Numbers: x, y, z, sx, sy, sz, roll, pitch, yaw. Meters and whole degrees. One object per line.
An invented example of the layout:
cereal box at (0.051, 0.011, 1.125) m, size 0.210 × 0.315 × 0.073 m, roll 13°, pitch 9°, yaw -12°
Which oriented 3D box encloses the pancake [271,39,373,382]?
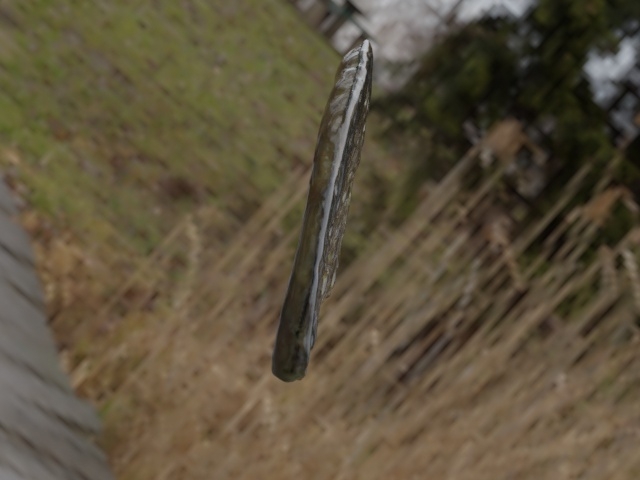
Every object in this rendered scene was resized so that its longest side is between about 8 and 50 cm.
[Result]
pancake at (0.000, 0.000, 0.786) m, size 0.020 × 0.184 × 0.190 m, roll 11°, pitch -29°, yaw 2°
